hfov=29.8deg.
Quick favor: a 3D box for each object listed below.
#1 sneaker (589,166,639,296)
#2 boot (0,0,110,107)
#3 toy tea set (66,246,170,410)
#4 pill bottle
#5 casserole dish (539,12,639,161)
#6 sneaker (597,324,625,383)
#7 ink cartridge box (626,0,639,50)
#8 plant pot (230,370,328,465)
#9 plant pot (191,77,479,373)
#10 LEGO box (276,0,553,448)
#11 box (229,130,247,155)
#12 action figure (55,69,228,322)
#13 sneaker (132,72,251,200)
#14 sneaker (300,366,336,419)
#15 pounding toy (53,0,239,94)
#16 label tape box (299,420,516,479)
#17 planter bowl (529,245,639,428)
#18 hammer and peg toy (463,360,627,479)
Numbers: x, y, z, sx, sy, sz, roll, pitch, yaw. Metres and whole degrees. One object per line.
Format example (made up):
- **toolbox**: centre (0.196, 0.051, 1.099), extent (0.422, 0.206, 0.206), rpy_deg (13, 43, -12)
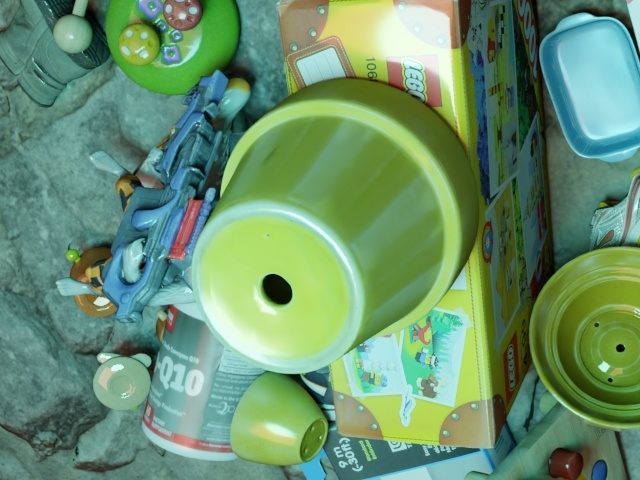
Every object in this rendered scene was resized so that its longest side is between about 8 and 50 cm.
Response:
- **sneaker**: centre (0.377, -0.001, 1.506), extent (0.092, 0.088, 0.225), rpy_deg (52, 130, 26)
- **boot**: centre (-0.418, -0.315, 1.696), extent (0.161, 0.083, 0.246), rpy_deg (-25, 100, 35)
- **toy tea set**: centre (-0.263, 0.140, 1.830), extent (0.200, 0.124, 0.336), rpy_deg (-10, 107, -5)
- **pill bottle**: centre (-0.146, 0.153, 1.703), extent (0.161, 0.161, 0.283), rpy_deg (17, 100, 15)
- **casserole dish**: centre (0.338, -0.188, 1.456), extent (0.114, 0.037, 0.188), rpy_deg (-15, 106, 27)
- **sneaker**: centre (0.481, 0.191, 1.511), extent (0.300, 0.121, 0.111), rpy_deg (12, 116, 18)
- **ink cartridge box**: centre (0.467, -0.312, 1.269), extent (0.283, 0.117, 0.207), rpy_deg (-8, 129, 25)
- **plant pot**: centre (-0.047, 0.260, 1.669), extent (0.095, 0.134, 0.134), rpy_deg (21, 120, 31)
- **plant pot**: centre (0.000, 0.000, 1.129), extent (0.254, 0.239, 0.254), rpy_deg (9, 116, 19)
- **LEGO box**: centre (0.134, -0.075, 1.395), extent (0.193, 0.372, 0.500), rpy_deg (1, 113, 22)
- **box**: centre (-0.009, -0.011, 1.565), extent (0.165, 0.143, 0.270), rpy_deg (-5, 86, 26)
- **action figure**: centre (-0.183, -0.039, 1.553), extent (0.330, 0.341, 0.178), rpy_deg (11, 162, 45)
- **sneaker**: centre (-0.156, -0.122, 1.668), extent (0.121, 0.099, 0.262), rpy_deg (41, 129, -7)
- **sneaker**: centre (0.063, 0.172, 1.621), extent (0.321, 0.126, 0.127), rpy_deg (-14, 105, 57)
- **pounding toy**: centre (-0.228, -0.289, 1.570), extent (0.237, 0.110, 0.183), rpy_deg (22, 101, 1)
- **label tape box**: centre (0.113, 0.347, 1.740), extent (0.348, 0.115, 0.249), rpy_deg (-20, 103, 27)
- **planter bowl**: centre (0.361, 0.122, 1.441), extent (0.217, 0.090, 0.217), rpy_deg (-3, 74, 11)
- **hammer and peg toy**: centre (0.307, 0.295, 1.545), extent (0.127, 0.266, 0.361), rpy_deg (5, 122, 46)
